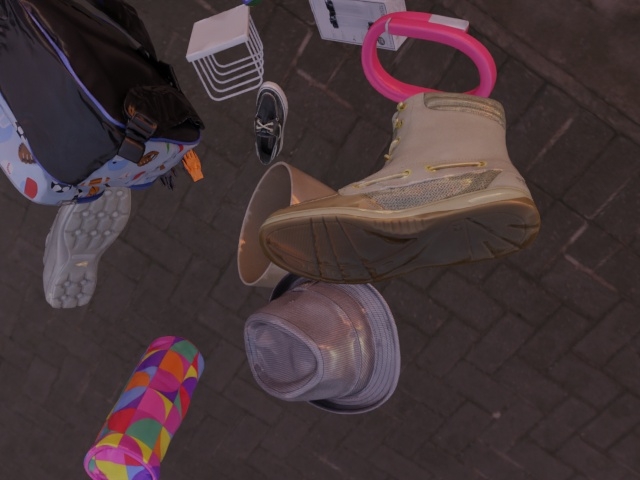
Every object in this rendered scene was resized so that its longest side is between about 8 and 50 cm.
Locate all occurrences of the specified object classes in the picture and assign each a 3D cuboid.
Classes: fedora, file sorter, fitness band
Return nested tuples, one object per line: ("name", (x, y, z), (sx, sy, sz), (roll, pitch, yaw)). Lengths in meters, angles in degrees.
("fedora", (-0.023, 0.165, 0.869), (0.275, 0.124, 0.244), (7, 103, 44))
("file sorter", (-0.288, -0.596, 1.778), (0.192, 0.278, 0.173), (-17, 130, 9))
("fitness band", (0.219, -0.363, 1.160), (0.290, 0.054, 0.209), (19, 149, 22))

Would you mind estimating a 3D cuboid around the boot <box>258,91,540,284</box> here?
("boot", (0.060, -0.052, 0.475), (0.213, 0.165, 0.077), (-8, 135, 13))

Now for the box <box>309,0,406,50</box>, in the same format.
("box", (0.113, -0.680, 1.672), (0.289, 0.087, 0.169), (22, 155, 34))

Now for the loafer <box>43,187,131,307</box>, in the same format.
("loafer", (-0.410, -0.017, 0.953), (0.320, 0.112, 0.112), (-54, 53, 30))

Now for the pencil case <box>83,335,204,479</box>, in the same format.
("pencil case", (-0.237, 0.239, 0.780), (0.104, 0.236, 0.105), (3, 120, 5))

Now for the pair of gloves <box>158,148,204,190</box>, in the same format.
("pair of gloves", (-0.267, -0.137, 1.050), (0.083, 0.010, 0.074), (-20, 101, -5))

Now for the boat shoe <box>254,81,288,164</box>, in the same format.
("boat shoe", (-0.127, -0.288, 1.402), (0.077, 0.070, 0.220), (13, 137, 10))

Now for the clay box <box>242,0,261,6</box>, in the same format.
("clay box", (-0.109, -0.469, 0.795), (0.127, 0.053, 0.222), (-27, 104, 17))

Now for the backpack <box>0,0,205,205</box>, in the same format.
("backpack", (-0.277, -0.168, 0.688), (0.213, 0.263, 0.277), (-33, 85, 19))

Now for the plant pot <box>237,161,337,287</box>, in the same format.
("plant pot", (0.000, 0.000, 1.179), (0.273, 0.257, 0.257), (17, 120, -26))
